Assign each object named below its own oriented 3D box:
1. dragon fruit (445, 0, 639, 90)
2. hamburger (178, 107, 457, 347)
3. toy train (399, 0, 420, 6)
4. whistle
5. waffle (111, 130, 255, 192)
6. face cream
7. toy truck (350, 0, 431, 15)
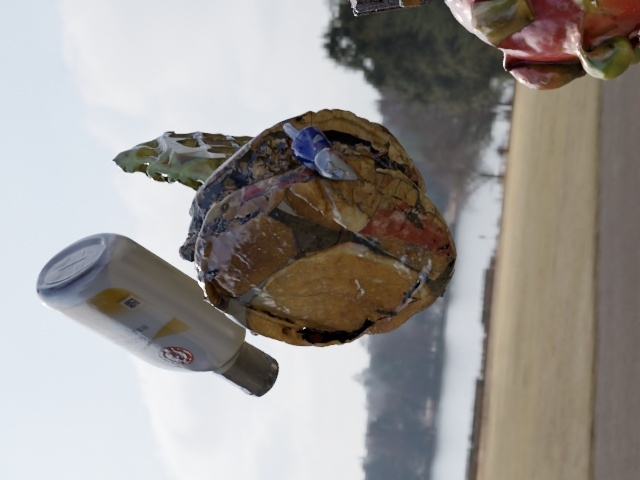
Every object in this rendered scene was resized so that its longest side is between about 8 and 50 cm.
[{"bbox_3d":[0.220,-0.273,1.003,0.307,0.243,0.228,-58,-36,-57],"label":"dragon fruit"},{"bbox_3d":[0.000,0.000,0.890,0.231,0.231,0.107,89,176,-48],"label":"hamburger"},{"bbox_3d":[0.085,-0.273,0.814,0.219,0.127,0.089,80,-171,-60],"label":"toy train"},{"bbox_3d":[-0.002,-0.067,0.785,0.033,0.083,0.029,22,-74,-44],"label":"whistle"},{"bbox_3d":[-0.083,-0.084,1.119,0.204,0.223,0.054,-10,-68,-56],"label":"waffle"},{"bbox_3d":[-0.160,0.091,1.131,0.291,0.144,0.071,38,-136,-39],"label":"face cream"},{"bbox_3d":[0.071,-0.247,1.058,0.024,0.083,0.032,115,140,-70],"label":"toy truck"}]
